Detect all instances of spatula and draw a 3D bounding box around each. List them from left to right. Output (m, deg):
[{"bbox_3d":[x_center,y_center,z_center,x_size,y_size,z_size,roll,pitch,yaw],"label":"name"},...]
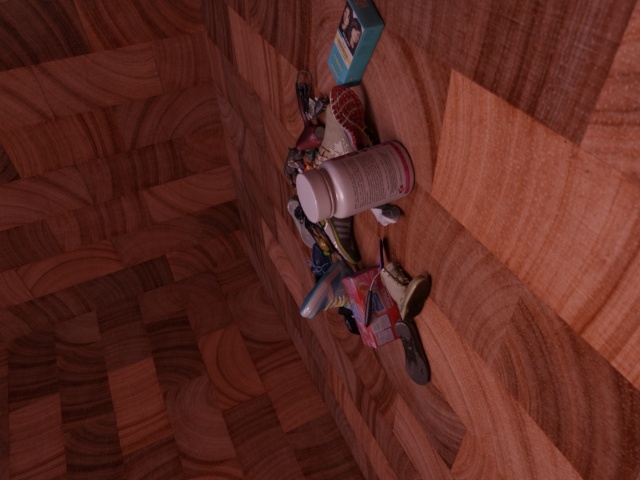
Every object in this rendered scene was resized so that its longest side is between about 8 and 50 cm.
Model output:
[{"bbox_3d":[0.176,0.142,1.561,0.084,0.030,0.297,-25,-52,-75],"label":"spatula"}]

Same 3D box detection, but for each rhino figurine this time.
[{"bbox_3d":[-0.110,-0.331,2.048,0.106,0.073,0.243,61,159,18],"label":"rhino figurine"}]

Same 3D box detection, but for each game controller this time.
[{"bbox_3d":[0.159,0.320,1.985,0.167,0.067,0.319,56,163,-3],"label":"game controller"}]

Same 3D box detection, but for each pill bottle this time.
[{"bbox_3d":[0.090,-0.153,1.275,0.160,0.282,0.161,56,157,38],"label":"pill bottle"}]

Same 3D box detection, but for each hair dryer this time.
[{"bbox_3d":[-0.036,-0.438,1.732,0.294,0.080,0.224,108,146,-44],"label":"hair dryer"}]

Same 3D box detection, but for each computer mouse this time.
[{"bbox_3d":[-0.002,-0.067,1.979,0.272,0.072,0.188,55,153,17],"label":"computer mouse"}]

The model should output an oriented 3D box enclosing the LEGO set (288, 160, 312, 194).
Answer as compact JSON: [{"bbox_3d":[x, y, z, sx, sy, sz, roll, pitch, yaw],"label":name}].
[{"bbox_3d":[-0.023,-0.209,1.806,0.244,0.060,0.183,11,125,46],"label":"LEGO set"}]

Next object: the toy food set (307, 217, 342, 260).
[{"bbox_3d":[0.000,0.000,1.764,0.192,0.038,0.132,55,174,-11],"label":"toy food set"}]

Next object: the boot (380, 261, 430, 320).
[{"bbox_3d":[0.250,0.128,1.452,0.213,0.077,0.165,94,154,-53],"label":"boot"}]

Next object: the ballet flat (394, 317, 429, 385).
[{"bbox_3d":[0.306,0.361,1.577,0.084,0.058,0.250,-11,106,37],"label":"ballet flat"}]

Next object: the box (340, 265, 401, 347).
[{"bbox_3d":[0.183,0.228,1.669,0.257,0.128,0.122,70,163,0],"label":"box"}]

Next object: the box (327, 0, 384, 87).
[{"bbox_3d":[0.087,-0.515,1.267,0.101,0.060,0.244,66,163,13],"label":"box"}]

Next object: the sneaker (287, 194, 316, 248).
[{"bbox_3d":[-0.065,-0.095,2.176,0.151,0.094,0.256,-93,-23,-66],"label":"sneaker"}]

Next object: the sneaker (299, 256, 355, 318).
[{"bbox_3d":[0.073,0.214,1.751,0.208,0.319,0.127,42,135,0],"label":"sneaker"}]

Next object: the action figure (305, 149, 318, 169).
[{"bbox_3d":[-0.021,-0.248,1.897,0.137,0.063,0.232,53,159,37],"label":"action figure"}]

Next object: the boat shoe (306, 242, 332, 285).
[{"bbox_3d":[0.001,0.130,2.164,0.109,0.089,0.259,27,138,50],"label":"boat shoe"}]

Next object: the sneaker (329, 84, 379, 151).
[{"bbox_3d":[0.085,-0.335,1.378,0.225,0.088,0.093,63,173,-21],"label":"sneaker"}]

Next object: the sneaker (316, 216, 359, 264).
[{"bbox_3d":[0.076,-0.037,1.749,0.300,0.121,0.111,57,173,-27],"label":"sneaker"}]

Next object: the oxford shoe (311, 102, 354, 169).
[{"bbox_3d":[0.042,-0.254,1.538,0.140,0.146,0.397,-130,27,-50],"label":"oxford shoe"}]

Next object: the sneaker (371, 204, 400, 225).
[{"bbox_3d":[0.201,-0.073,1.430,0.061,0.053,0.152,67,171,-22],"label":"sneaker"}]
